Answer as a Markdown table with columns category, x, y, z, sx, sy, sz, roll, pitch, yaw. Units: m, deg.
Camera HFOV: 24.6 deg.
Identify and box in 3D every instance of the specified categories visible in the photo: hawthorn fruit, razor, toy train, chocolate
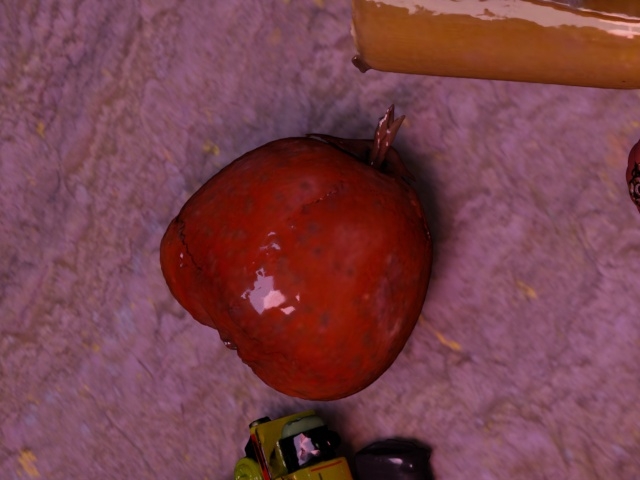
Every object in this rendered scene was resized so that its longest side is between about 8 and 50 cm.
| category | x | y | z | sx | sy | sz | roll | pitch | yaw |
| --- | --- | --- | --- | --- | --- | --- | --- | --- | --- |
| hawthorn fruit | 0.000 | 0.000 | 1.479 | 0.276 | 0.276 | 0.307 | 40 | 100 | 15 |
| razor | 0.085 | 0.291 | 1.595 | 0.090 | 0.054 | 0.148 | -5 | 99 | 30 |
| toy train | 0.002 | 0.322 | 1.584 | 0.160 | 0.100 | 0.296 | -34 | 72 | 50 |
| chocolate | 0.247 | -0.223 | 1.365 | 0.445 | 0.162 | 0.162 | 8 | 104 | 23 |

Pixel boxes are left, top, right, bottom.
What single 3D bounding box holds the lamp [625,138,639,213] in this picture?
| category | x | y | z | sx | sy | sz | roll | pitch | yaw |
| --- | --- | --- | --- | --- | --- | --- | --- | --- | --- |
| lamp | 0.335 | -0.057 | 1.375 | 0.107 | 0.092 | 0.107 | 39 | 136 | 51 |
